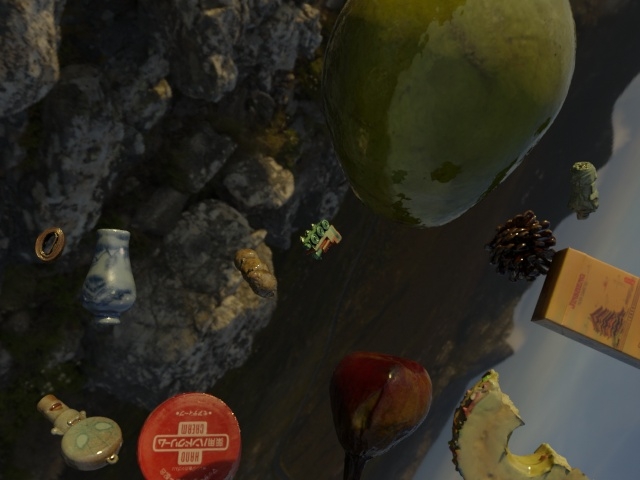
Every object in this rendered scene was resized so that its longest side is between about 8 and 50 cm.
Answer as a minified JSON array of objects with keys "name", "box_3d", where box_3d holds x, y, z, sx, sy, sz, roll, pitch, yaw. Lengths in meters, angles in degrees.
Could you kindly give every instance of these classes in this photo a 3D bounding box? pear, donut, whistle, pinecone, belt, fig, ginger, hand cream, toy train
[{"name":"pear","box_3d":[0.126,-0.160,0.556,0.253,0.253,0.307,-46,157,-31]},{"name":"donut","box_3d":[0.203,0.233,0.564,0.108,0.166,0.065,-44,-178,10]},{"name":"whistle","box_3d":[-0.469,0.372,0.991,0.107,0.220,0.057,-30,139,-53]},{"name":"pinecone","box_3d":[0.519,0.022,1.319,0.179,0.150,0.195,-55,-174,33]},{"name":"belt","box_3d":[-0.636,0.011,1.203,0.036,0.059,0.083,136,-32,-64]},{"name":"fig","box_3d":[0.101,0.338,0.918,0.190,0.191,0.290,76,20,-59]},{"name":"ginger","box_3d":[-0.194,0.091,1.508,0.080,0.204,0.104,-46,127,1]},{"name":"hand cream","box_3d":[-0.246,0.399,0.981,0.193,0.193,0.125,-48,163,-28]},{"name":"toy train","box_3d":[0.000,0.000,1.891,0.074,0.118,0.176,-23,-158,39]}]

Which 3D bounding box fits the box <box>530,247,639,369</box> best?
[{"name":"box","box_3d":[0.625,0.150,1.113,0.076,0.274,0.174,99,15,-75]}]

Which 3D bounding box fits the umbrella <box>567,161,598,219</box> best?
[{"name":"umbrella","box_3d":[0.598,-0.109,1.164,0.062,0.067,0.143,-90,166,-57]}]

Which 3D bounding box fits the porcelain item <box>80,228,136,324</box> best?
[{"name":"porcelain item","box_3d":[-0.576,0.101,1.404,0.141,0.141,0.258,30,58,-67]}]
